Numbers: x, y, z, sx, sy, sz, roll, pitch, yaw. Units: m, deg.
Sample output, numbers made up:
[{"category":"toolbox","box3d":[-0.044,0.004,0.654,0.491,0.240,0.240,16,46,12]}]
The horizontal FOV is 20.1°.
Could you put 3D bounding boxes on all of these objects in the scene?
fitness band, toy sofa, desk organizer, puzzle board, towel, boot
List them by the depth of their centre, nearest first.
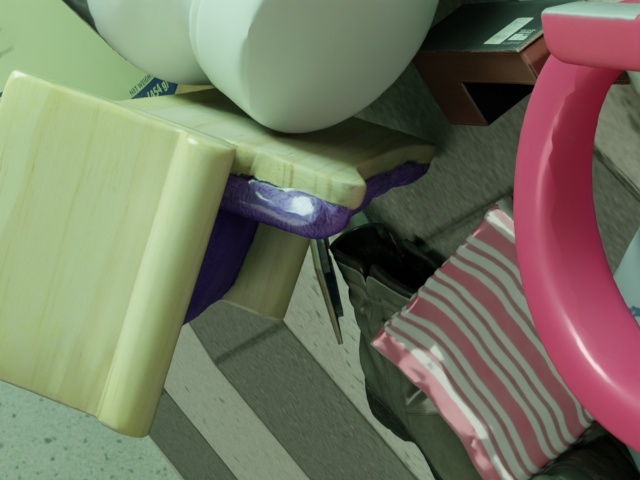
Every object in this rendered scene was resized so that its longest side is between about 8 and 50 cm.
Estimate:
[{"category":"fitness band","box3d":[0.165,0.002,0.754,0.291,0.054,0.209,-154,52,-63]},{"category":"desk organizer","box3d":[0.098,-0.090,0.923,0.050,0.047,0.130,57,164,-17]},{"category":"toy sofa","box3d":[-0.058,-0.004,1.008,0.177,0.150,0.362,21,-170,7]},{"category":"towel","box3d":[0.116,0.073,1.140,0.144,0.029,0.197,51,146,9]},{"category":"boot","box3d":[0.089,0.092,1.268,0.246,0.083,0.161,34,148,48]},{"category":"puzzle board","box3d":[0.000,0.000,1.347,0.096,0.011,0.128,73,-174,-51]}]

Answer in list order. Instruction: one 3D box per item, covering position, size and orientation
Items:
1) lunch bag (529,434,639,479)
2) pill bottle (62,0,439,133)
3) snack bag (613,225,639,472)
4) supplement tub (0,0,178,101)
[{"category":"lunch bag","box3d":[0.190,0.278,1.075,0.287,0.169,0.235,50,-167,11]},{"category":"pill bottle","box3d":[-0.082,-0.195,0.984,0.318,0.176,0.176,43,160,34]},{"category":"snack bag","box3d":[0.233,0.131,0.857,0.323,0.037,0.342,99,150,-66]},{"category":"supplement tub","box3d":[-0.258,-0.192,1.380,0.235,0.235,0.325,27,149,58]}]
